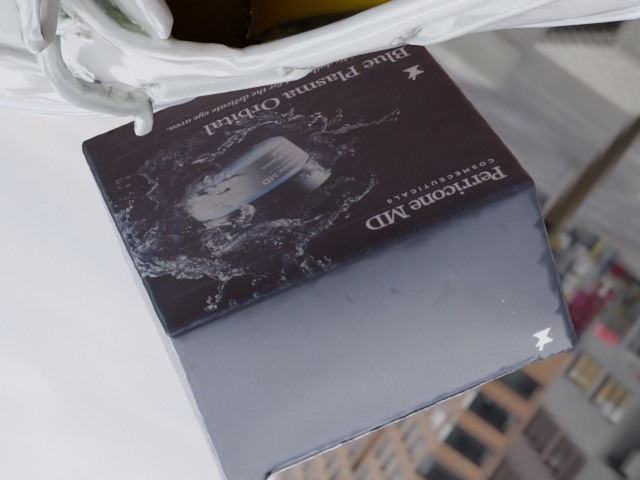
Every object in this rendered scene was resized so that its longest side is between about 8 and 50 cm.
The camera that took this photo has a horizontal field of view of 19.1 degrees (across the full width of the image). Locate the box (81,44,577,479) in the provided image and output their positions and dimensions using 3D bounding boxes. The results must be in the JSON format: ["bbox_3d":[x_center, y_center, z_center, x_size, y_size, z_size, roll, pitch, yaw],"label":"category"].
[{"bbox_3d":[0.000,0.000,0.798,0.158,0.156,0.093,-121,10,-52],"label":"box"}]

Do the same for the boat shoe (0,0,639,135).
[{"bbox_3d":[-0.040,-0.095,0.544,0.367,0.136,0.156,2,-172,37],"label":"boat shoe"}]
